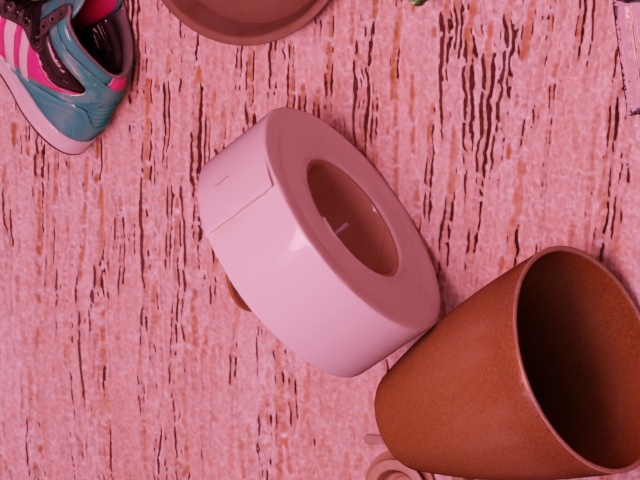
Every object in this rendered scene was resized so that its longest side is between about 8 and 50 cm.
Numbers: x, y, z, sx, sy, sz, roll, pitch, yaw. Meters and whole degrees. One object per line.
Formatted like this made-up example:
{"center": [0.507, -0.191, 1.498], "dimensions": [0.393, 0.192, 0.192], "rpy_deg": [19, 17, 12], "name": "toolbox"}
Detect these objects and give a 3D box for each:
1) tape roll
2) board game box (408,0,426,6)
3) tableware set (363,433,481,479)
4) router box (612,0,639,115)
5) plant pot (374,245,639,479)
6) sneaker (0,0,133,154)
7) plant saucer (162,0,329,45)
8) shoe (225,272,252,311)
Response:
{"center": [0.000, 0.000, 1.719], "dimensions": [0.100, 0.286, 0.286], "rpy_deg": [-36, 83, 23], "name": "tape roll"}
{"center": [0.065, -0.433, 1.713], "dimensions": [0.317, 0.046, 0.213], "rpy_deg": [47, 108, 5], "name": "board game box"}
{"center": [0.134, 0.283, 1.845], "dimensions": [0.194, 0.039, 0.128], "rpy_deg": [-4, 98, 27], "name": "tableware set"}
{"center": [0.352, -0.193, 1.654], "dimensions": [0.092, 0.038, 0.122], "rpy_deg": [-5, 97, 27], "name": "router box"}
{"center": [0.185, 0.158, 1.711], "dimensions": [0.254, 0.237, 0.237], "rpy_deg": [-26, 88, 40], "name": "plant pot"}
{"center": [-0.327, -0.264, 1.920], "dimensions": [0.178, 0.124, 0.295], "rpy_deg": [-40, 89, 31], "name": "sneaker"}
{"center": [-0.082, -0.359, 1.834], "dimensions": [0.278, 0.041, 0.278], "rpy_deg": [4, 100, 25], "name": "plant saucer"}
{"center": [-0.072, -0.026, 1.886], "dimensions": [0.076, 0.058, 0.219], "rpy_deg": [2, 107, -7], "name": "shoe"}
